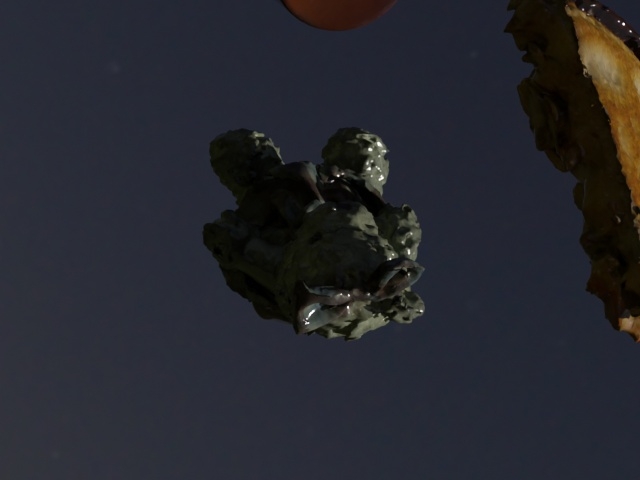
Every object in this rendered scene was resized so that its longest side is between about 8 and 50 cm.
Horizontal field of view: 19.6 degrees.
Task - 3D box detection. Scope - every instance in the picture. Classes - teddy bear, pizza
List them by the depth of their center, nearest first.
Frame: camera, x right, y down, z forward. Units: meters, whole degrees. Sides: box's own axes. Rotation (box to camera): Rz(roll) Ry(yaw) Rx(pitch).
[{"bbox_3d":[-0.003,0.015,1.083,0.213,0.133,0.111,-112,-156,-60],"label":"teddy bear"},{"bbox_3d":[0.246,-0.050,1.433,0.074,0.251,0.287,-21,-103,32],"label":"pizza"}]

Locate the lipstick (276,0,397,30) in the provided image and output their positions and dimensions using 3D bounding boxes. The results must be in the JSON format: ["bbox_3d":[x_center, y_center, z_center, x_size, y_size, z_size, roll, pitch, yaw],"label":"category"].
[{"bbox_3d":[-0.044,-0.158,0.785,0.356,0.057,0.057,-131,-157,-63],"label":"lipstick"}]
